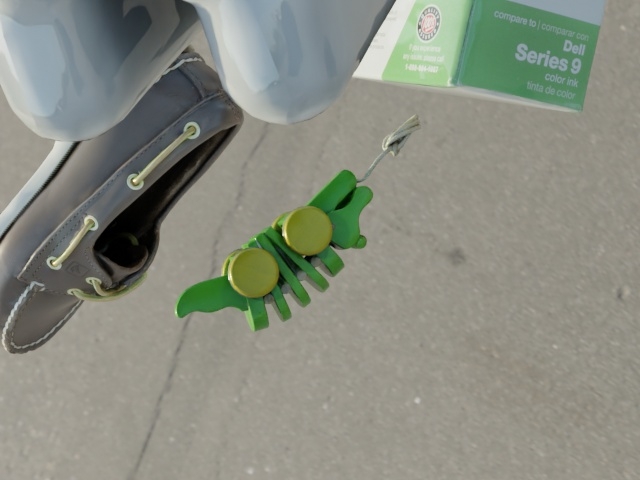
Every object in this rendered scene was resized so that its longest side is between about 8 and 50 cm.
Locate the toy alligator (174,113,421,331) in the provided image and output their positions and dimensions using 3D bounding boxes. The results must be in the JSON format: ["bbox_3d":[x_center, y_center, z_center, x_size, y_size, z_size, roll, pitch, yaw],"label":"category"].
[{"bbox_3d":[0.000,0.000,0.702,0.190,0.051,0.056,-38,6,-10],"label":"toy alligator"}]

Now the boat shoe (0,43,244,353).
[{"bbox_3d":[-0.170,-0.013,0.906,0.097,0.116,0.324,46,119,14],"label":"boat shoe"}]

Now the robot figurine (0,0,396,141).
[{"bbox_3d":[-0.066,-0.204,0.302,0.300,0.353,0.200,-6,30,17],"label":"robot figurine"}]

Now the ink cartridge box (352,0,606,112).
[{"bbox_3d":[0.093,-0.187,0.664,0.154,0.093,0.212,23,104,63],"label":"ink cartridge box"}]
